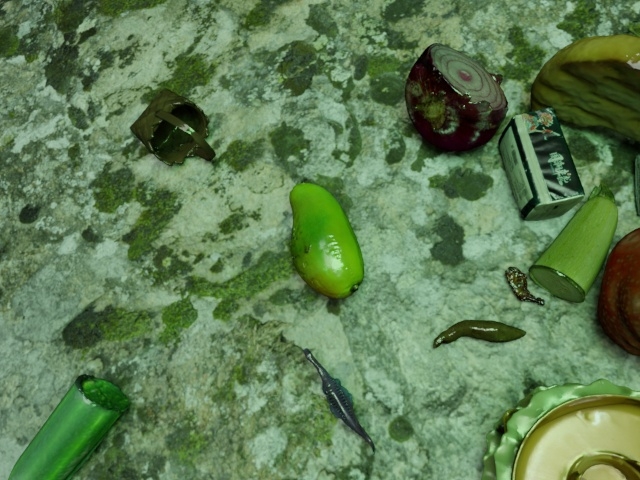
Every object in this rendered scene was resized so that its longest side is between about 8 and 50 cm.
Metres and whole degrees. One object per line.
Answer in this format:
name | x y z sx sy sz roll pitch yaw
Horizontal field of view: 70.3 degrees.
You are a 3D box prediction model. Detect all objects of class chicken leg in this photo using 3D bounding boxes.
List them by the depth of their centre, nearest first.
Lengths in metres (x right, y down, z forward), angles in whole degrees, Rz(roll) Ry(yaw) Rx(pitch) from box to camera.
chicken leg | 0.346 0.082 0.779 0.036 0.021 0.083 -28 71 -9

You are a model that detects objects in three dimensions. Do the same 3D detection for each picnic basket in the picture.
picnic basket | -0.288 -0.218 0.933 0.178 0.128 0.138 35 84 28

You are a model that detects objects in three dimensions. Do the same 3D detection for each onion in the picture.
onion | 0.262 -0.264 0.850 0.195 0.140 0.218 43 48 18

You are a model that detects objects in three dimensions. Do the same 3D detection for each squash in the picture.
squash | 0.440 -0.011 0.765 0.094 0.094 0.224 30 74 18

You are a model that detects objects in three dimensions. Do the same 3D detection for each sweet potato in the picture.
sweet potato | 0.264 0.154 0.765 0.153 0.038 0.041 -7 49 10

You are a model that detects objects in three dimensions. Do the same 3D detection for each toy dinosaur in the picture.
toy dinosaur | 0.030 0.263 0.753 0.045 0.080 0.197 -35 70 -4

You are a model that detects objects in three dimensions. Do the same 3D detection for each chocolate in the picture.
chocolate | -0.475 0.383 0.806 0.110 0.110 0.291 36 85 18

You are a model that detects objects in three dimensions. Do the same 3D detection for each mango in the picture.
mango | 0.000 0.000 0.824 0.125 0.111 0.233 -26 69 -2

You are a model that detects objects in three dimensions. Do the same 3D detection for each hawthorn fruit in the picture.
hawthorn fruit | 0.522 0.058 0.661 0.205 0.205 0.253 16 72 15

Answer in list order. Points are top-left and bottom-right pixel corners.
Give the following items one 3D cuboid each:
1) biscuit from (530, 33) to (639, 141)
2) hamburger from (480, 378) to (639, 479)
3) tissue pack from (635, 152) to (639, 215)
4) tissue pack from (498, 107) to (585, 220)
biscuit | 0.493 -0.243 0.738 0.274 0.213 0.091 31 83 24
hamburger | 0.358 0.326 0.600 0.274 0.212 0.275 -4 70 12
tissue pack | 0.621 -0.097 0.760 0.156 0.051 0.112 2 83 9
tissue pack | 0.380 -0.128 0.794 0.090 0.103 0.170 -8 72 4
